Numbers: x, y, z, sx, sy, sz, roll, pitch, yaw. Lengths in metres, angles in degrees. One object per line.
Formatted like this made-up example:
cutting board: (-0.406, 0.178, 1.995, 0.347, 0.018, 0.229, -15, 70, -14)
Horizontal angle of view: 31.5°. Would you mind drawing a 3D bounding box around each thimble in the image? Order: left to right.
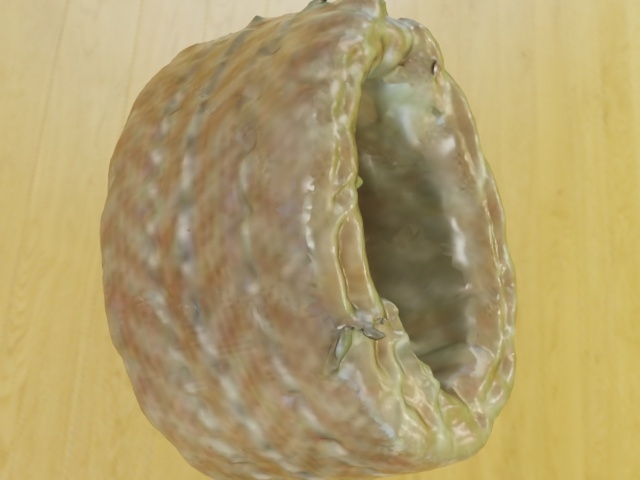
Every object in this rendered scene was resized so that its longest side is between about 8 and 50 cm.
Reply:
thimble: (0.003, 0.006, 0.573, 0.196, 0.148, 0.229, 31, 54, -49)
